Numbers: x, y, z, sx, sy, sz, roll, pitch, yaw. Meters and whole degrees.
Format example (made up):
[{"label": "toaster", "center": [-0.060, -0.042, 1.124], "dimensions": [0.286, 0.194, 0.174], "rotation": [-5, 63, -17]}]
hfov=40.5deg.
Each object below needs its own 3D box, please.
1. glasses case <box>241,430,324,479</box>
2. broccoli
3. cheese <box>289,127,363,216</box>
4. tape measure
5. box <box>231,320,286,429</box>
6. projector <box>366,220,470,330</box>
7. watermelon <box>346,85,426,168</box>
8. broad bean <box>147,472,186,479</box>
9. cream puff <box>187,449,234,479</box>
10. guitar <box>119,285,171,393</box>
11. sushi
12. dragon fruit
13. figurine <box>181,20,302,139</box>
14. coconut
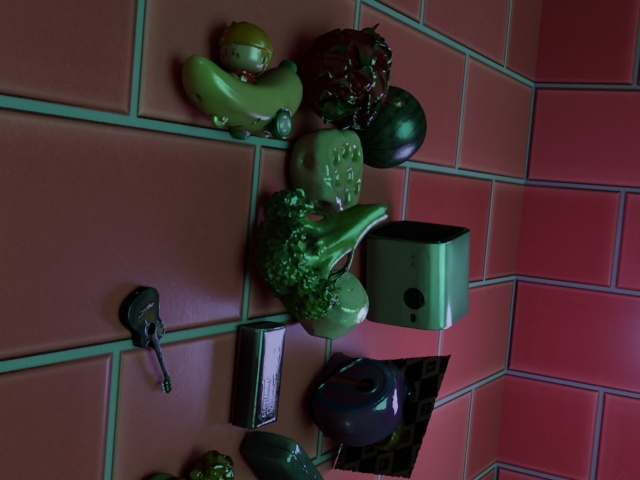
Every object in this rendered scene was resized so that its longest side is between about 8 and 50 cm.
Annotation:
[{"label": "glasses case", "center": [-0.069, 0.552, 2.017], "dimensions": [0.074, 0.131, 0.323], "rotation": [-65, 146, -34]}, {"label": "broccoli", "center": [-0.035, 0.004, 1.927], "dimensions": [0.254, 0.186, 0.302], "rotation": [35, 61, -15]}, {"label": "cheese", "center": [0.019, -0.166, 2.034], "dimensions": [0.218, 0.117, 0.235], "rotation": [-60, 145, -39]}, {"label": "tape measure", "center": [0.099, 0.398, 2.190], "dimensions": [0.245, 0.231, 0.149], "rotation": [-47, 134, -41]}, {"label": "box", "center": [-0.135, 0.294, 1.911], "dimensions": [0.120, 0.069, 0.224], "rotation": [2, 96, -61]}, {"label": "projector", "center": [0.269, 0.090, 2.399], "dimensions": [0.248, 0.248, 0.249], "rotation": [-21, 114, -58]}, {"label": "watermelon", "center": [0.164, -0.285, 2.177], "dimensions": [0.212, 0.212, 0.212], "rotation": [-20, 114, -58]}, {"label": "broad bean", "center": [-0.301, 0.543, 1.681], "dimensions": [0.153, 0.072, 0.207], "rotation": [-36, 137, -51]}, {"label": "cream puff", "center": [-0.217, 0.490, 1.767], "dimensions": [0.116, 0.094, 0.122], "rotation": [48, 37, -69]}, {"label": "guitar", "center": [-0.312, 0.192, 1.615], "dimensions": [0.088, 0.025, 0.233], "rotation": [-48, 137, -46]}, {"label": "sushi", "center": [0.160, 0.440, 2.281], "dimensions": [0.068, 0.320, 0.339], "rotation": [35, 64, -27]}, {"label": "dragon fruit", "center": [0.074, -0.381, 1.979], "dimensions": [0.293, 0.233, 0.234], "rotation": [-50, 137, -39]}, {"label": "figurine", "center": [-0.146, -0.318, 1.704], "dimensions": [0.324, 0.124, 0.222], "rotation": [8, 89, -57]}, {"label": "coconut", "center": [0.017, 0.156, 2.063], "dimensions": [0.170, 0.183, 0.171], "rotation": [19, 51, -26]}]
